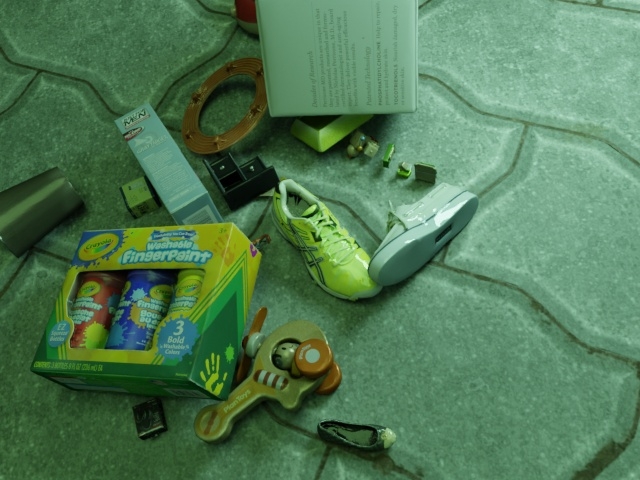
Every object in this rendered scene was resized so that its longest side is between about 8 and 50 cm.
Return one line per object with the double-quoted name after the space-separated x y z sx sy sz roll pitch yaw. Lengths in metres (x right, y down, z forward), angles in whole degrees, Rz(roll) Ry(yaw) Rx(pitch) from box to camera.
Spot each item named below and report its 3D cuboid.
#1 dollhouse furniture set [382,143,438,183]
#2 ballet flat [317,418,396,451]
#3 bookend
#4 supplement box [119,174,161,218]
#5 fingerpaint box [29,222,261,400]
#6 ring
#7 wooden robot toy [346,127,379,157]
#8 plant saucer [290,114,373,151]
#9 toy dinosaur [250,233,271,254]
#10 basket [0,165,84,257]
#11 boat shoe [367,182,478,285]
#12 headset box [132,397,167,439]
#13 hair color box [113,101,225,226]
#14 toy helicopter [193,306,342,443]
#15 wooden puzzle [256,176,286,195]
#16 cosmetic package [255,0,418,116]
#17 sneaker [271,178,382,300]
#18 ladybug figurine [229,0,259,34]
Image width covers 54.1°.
0.245 -0.206 1.661 0.151 0.076 0.059 16 65 18 "dollhouse furniture set"
0.076 0.420 1.353 0.173 0.049 0.057 3 62 11 "ballet flat"
-0.217 -0.188 1.720 0.157 0.072 0.156 -29 54 -6 "bookend"
-0.503 -0.121 1.748 0.083 0.056 0.083 -27 60 -6 "supplement box"
-0.400 0.160 1.461 0.444 0.163 0.371 -2 60 23 "fingerpaint box"
-0.277 -0.397 1.808 0.336 0.032 0.337 -17 56 27 "ring"
0.109 -0.255 1.726 0.079 0.076 0.173 -58 34 19 "wooden robot toy"
0.021 -0.342 1.754 0.188 0.045 0.188 -37 39 -11 "plant saucer"
-0.167 0.013 1.610 0.082 0.090 0.047 -55 43 29 "toy dinosaur"
-0.786 -0.091 1.729 0.227 0.154 0.204 -36 62 -15 "basket"
0.215 -0.038 1.527 0.367 0.136 0.156 -38 54 -25 "boat shoe"
-0.392 0.414 1.443 0.062 0.032 0.083 -21 58 -3 "headset box"
-0.403 -0.178 1.689 0.113 0.185 0.374 -33 61 -9 "hair color box"
-0.140 0.307 1.404 0.355 0.140 0.235 -38 58 -11 "toy helicopter"
-0.155 -0.149 1.730 0.116 0.014 0.078 7 59 19 "wooden puzzle"
0.064 -0.548 1.683 0.393 0.327 0.329 0 35 9 "cosmetic package"
0.000 0.000 1.545 0.145 0.147 0.384 -41 65 -16 "sneaker"
-0.081 -0.812 2.006 0.449 0.162 0.305 -22 60 -3 "ladybug figurine"
